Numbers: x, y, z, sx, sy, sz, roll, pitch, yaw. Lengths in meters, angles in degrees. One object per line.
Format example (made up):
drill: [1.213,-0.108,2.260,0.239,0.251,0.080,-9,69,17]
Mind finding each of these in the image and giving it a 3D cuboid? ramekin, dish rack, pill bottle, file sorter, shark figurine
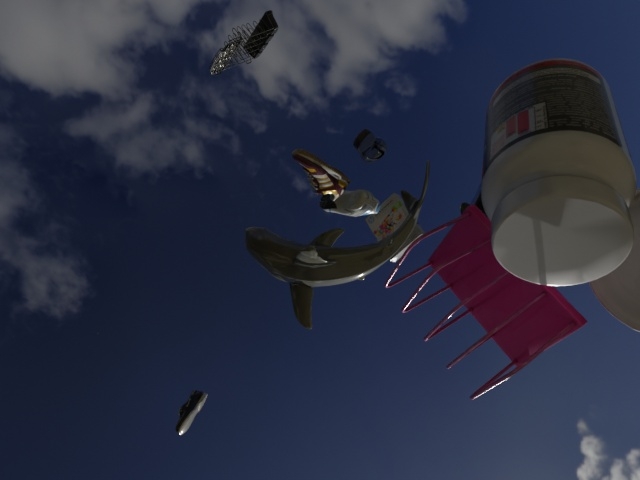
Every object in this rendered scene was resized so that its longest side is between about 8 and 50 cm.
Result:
ramekin: [0.626,0.039,0.781,0.127,0.273,0.273,16,-108,-44]
dish rack: [-0.281,-0.687,1.580,0.271,0.208,0.074,-40,-83,-35]
pill bottle: [0.370,-0.120,0.720,0.210,0.210,0.363,37,-133,-15]
file sorter: [0.289,0.123,0.866,0.182,0.202,0.290,-24,-116,-28]
shark figurine: [0.025,0.009,0.586,0.278,0.116,0.166,-17,-115,10]

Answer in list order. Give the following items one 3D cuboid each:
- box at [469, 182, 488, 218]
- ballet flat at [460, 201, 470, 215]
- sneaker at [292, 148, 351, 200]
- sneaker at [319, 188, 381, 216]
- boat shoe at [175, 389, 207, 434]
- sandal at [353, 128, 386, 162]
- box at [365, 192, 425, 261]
box: [0.451,-0.137,1.147,0.079,0.257,0.322,27,-109,15]
ballet flat: [0.506,-0.052,1.496,0.057,0.049,0.173,-10,-118,-10]
sneaker: [-0.008,-0.162,1.147,0.185,0.069,0.084,26,-73,-33]
sneaker: [0.078,-0.107,1.298,0.086,0.237,0.085,32,-99,-33]
boat shoe: [-0.296,0.381,1.005,0.038,0.046,0.125,21,-155,4]
sandal: [0.175,-0.305,1.516,0.054,0.254,0.097,42,-74,16]
box: [0.248,-0.045,1.503,0.038,0.145,0.186,15,-140,-47]
